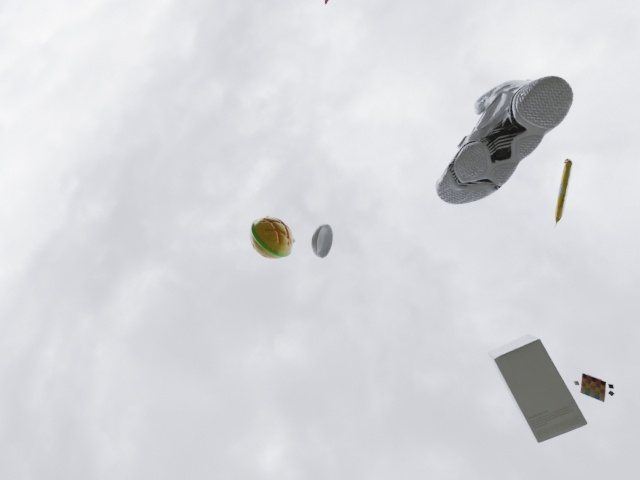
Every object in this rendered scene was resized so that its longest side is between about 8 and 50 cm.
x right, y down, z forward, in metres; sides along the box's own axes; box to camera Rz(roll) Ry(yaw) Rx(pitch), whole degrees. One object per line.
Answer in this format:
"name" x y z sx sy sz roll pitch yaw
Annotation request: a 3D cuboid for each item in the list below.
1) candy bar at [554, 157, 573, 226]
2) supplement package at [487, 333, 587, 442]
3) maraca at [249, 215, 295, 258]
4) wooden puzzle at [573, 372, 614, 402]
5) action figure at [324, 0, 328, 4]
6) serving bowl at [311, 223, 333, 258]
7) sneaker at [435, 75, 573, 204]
"candy bar" 0.561 -0.111 0.976 0.018 0.040 0.162 14 -63 35
"supplement package" 0.448 0.304 0.888 0.105 0.105 0.180 -28 -102 10
"maraca" -0.122 -0.013 1.107 0.127 0.186 0.099 45 -71 -5
"wooden puzzle" 0.609 0.328 0.941 0.083 0.006 0.050 15 -70 55
"action figure" 0.025 -0.655 0.800 0.247 0.275 0.371 25 -51 21
"serving bowl" 0.000 0.000 1.007 0.027 0.083 0.084 10 -100 27
"sneaker" 0.427 -0.254 1.059 0.366 0.137 0.210 -47 -164 21
